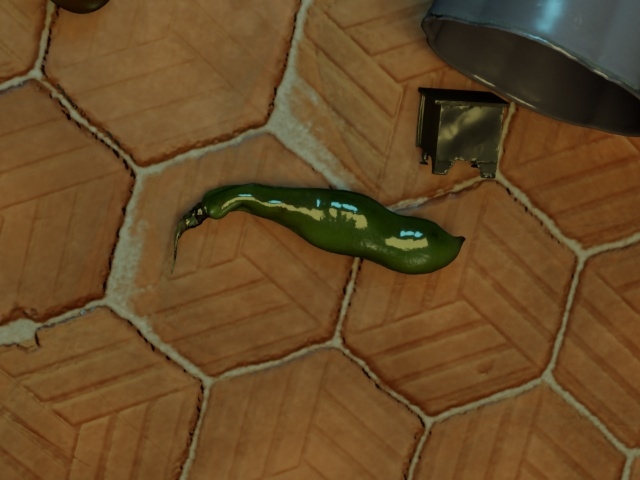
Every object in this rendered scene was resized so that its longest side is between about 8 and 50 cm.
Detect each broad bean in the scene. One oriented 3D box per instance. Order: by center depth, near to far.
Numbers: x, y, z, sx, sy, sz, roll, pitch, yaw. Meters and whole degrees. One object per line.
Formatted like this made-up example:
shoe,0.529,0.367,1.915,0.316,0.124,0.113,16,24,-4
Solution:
broad bean,0.001,-0.011,1.767,0.318,0.056,0.098,2,108,-7

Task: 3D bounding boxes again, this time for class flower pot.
flower pot,0.262,-0.268,1.674,0.265,0.265,0.243,24,85,-15

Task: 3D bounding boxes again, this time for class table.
table,0.149,-0.115,1.766,0.083,0.070,0.082,2,105,-13

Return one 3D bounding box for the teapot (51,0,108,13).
teapot,-0.261,-0.282,1.647,0.129,0.078,0.098,53,47,-7
